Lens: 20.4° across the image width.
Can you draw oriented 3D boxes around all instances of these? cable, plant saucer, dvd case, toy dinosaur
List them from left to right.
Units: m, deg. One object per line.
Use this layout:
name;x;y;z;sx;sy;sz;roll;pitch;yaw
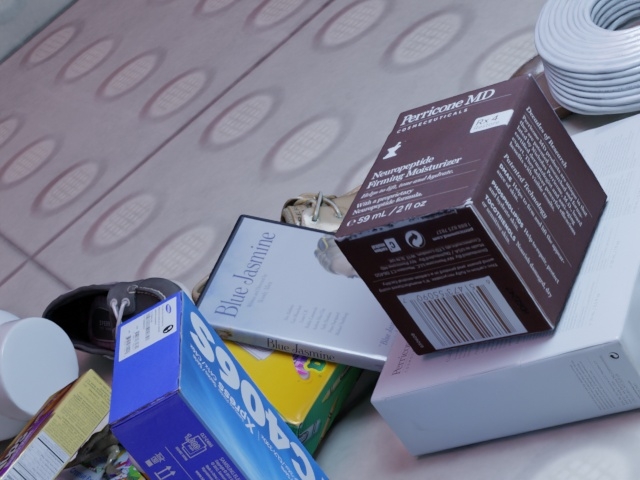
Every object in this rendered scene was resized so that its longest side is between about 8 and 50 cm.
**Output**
toy dinosaur;-0.249;0.234;2.056;0.183;0.053;0.092;-42;13;13
dvd case;0.002;0.057;1.948;0.253;0.022;0.180;11;45;13
plant saucer;0.302;-0.199;2.231;0.168;0.029;0.168;-29;26;16
cable;0.380;-0.256;2.117;0.257;0.089;0.257;7;49;41

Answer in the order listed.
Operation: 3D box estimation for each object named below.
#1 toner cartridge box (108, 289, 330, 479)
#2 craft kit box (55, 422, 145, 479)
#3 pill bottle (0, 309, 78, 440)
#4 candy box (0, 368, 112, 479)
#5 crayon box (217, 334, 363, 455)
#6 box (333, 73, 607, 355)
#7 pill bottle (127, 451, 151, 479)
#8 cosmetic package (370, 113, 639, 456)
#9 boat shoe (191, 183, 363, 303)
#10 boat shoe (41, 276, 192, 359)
toner cartridge box;-0.058;0.224;1.596;0.075;0.348;0.165;-29;27;13
craft kit box;-0.184;0.254;2.040;0.247;0.061;0.250;-47;28;-17
pill bottle;-0.473;0.185;2.369;0.318;0.176;0.176;-12;35;41
candy box;-0.315;0.237;2.006;0.109;0.053;0.187;-33;14;49
crayon box;-0.037;0.112;1.967;0.165;0.081;0.278;17;46;18
box;0.149;-0.023;1.746;0.168;0.167;0.203;-15;33;38
pill bottle;-0.116;0.226;1.814;0.117;0.215;0.117;-29;26;16
cosmetic package;0.236;0.036;1.840;0.284;0.097;0.377;-15;33;33
boat shoe;0.000;0.000;2.173;0.341;0.110;0.121;-39;26;-5
boat shoe;-0.261;0.107;2.268;0.095;0.112;0.335;-5;-1;-27
